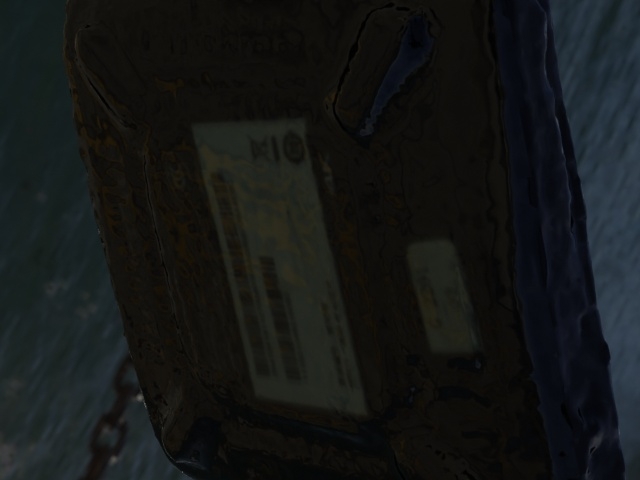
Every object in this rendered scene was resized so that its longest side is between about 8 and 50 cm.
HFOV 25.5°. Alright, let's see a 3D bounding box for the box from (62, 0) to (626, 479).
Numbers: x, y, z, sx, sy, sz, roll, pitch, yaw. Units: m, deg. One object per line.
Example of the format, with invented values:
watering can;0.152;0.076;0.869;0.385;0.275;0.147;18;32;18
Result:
box;0.000;0.000;0.781;0.091;0.350;0.359;-23;107;-39
